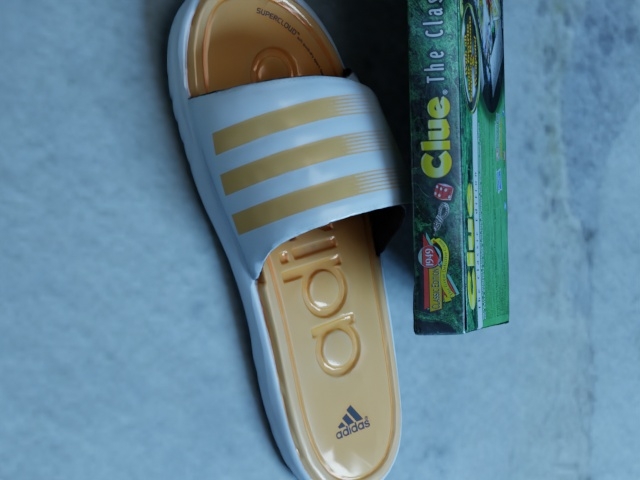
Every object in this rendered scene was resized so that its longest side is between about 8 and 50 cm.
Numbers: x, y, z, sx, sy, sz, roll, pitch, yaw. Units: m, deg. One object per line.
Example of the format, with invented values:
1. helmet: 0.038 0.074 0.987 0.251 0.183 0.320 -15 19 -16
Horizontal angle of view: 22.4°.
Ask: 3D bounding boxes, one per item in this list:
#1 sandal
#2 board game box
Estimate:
1. sandal: 0.008 -0.002 0.775 0.102 0.076 0.265 -22 101 -35
2. board game box: 0.070 -0.085 0.807 0.136 0.030 0.260 6 83 -77
